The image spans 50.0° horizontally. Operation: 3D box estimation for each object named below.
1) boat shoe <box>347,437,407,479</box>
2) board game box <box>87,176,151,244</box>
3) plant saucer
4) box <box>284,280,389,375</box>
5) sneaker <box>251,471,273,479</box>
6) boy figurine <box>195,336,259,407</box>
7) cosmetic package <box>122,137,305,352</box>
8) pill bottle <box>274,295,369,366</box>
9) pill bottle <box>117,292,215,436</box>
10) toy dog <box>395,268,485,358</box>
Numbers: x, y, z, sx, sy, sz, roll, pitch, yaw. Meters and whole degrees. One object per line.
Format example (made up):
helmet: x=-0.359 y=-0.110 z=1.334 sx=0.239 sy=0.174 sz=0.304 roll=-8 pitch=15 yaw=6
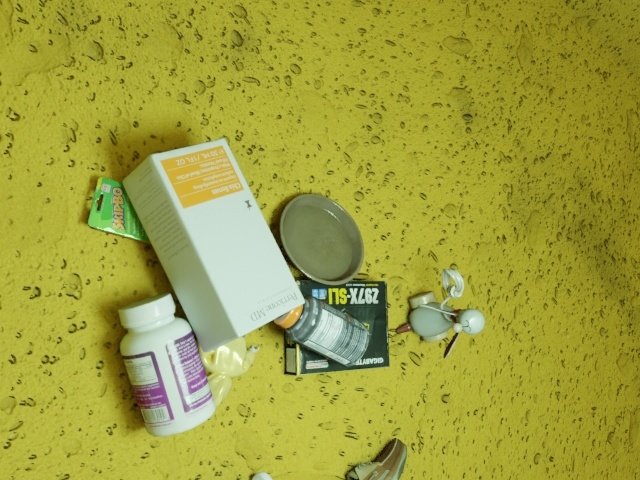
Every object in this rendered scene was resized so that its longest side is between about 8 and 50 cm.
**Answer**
boat shoe: x=0.134 y=0.680 z=1.928 sx=0.120 sy=0.122 sz=0.324 roll=37 pitch=50 yaw=4
board game box: x=-0.429 y=-0.058 z=1.666 sx=0.260 sy=0.039 sz=0.124 roll=19 pitch=73 yaw=-35
plant saucer: x=0.000 y=0.000 z=1.914 sx=0.278 sy=0.041 sz=0.277 roll=17 pitch=57 yaw=-27
box: x=0.049 y=0.242 z=1.944 sx=0.322 sy=0.079 sz=0.257 roll=3 pitch=81 yaw=-34
sneaker: x=-0.112 y=0.690 z=1.794 sx=0.094 sy=0.080 sz=0.212 roll=-28 pitch=100 yaw=-54
boy figurine: x=-0.238 y=0.279 z=1.730 sx=0.177 sy=0.092 sz=0.285 roll=16 pitch=77 yaw=-33
cosmetic package: x=-0.252 y=0.005 z=1.631 sx=0.230 sy=0.161 sz=0.453 roll=-25 pitch=87 yaw=-45
pill bottle: x=-0.003 y=0.226 z=1.786 sx=0.246 sy=0.130 sz=0.130 roll=31 pitch=68 yaw=-27
pill bottle: x=-0.364 y=0.283 z=1.594 sx=0.169 sy=0.169 sz=0.301 roll=-19 pitch=96 yaw=-35
toy dog: x=0.333 y=0.240 z=2.030 sx=0.161 sy=0.333 sz=0.220 roll=-24 pitch=74 yaw=-18
